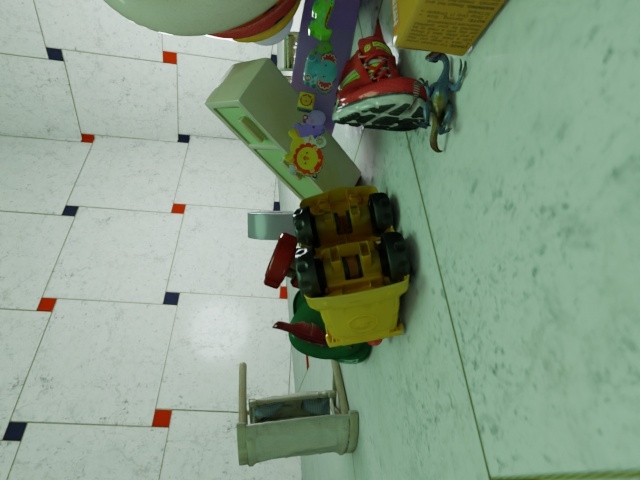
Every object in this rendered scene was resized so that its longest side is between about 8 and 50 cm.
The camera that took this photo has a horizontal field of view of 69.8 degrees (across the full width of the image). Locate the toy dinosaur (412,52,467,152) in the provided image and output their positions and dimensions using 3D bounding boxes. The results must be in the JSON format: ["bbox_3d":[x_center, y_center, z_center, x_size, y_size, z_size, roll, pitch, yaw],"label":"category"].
[{"bbox_3d":[0.120,-0.153,0.482,0.090,0.047,0.082,83,-160,-67],"label":"toy dinosaur"}]

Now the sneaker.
[{"bbox_3d":[0.066,-0.212,0.614,0.279,0.107,0.119,-119,34,-70],"label":"sneaker"}]

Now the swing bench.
[{"bbox_3d":[-0.063,0.407,1.069,0.255,0.253,0.165,-116,26,-71],"label":"swing bench"}]

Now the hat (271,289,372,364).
[{"bbox_3d":[-0.030,0.188,0.802,0.173,0.183,0.209,-16,107,42],"label":"hat"}]

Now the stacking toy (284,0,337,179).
[{"bbox_3d":[-0.004,-0.191,0.624,0.167,0.052,0.221,-127,47,-86],"label":"stacking toy"}]

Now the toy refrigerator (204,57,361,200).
[{"bbox_3d":[-0.054,-0.162,0.764,0.102,0.269,0.094,15,68,46],"label":"toy refrigerator"}]

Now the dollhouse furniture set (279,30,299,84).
[{"bbox_3d":[-0.053,-0.558,1.444,0.161,0.101,0.182,-56,-28,-61],"label":"dollhouse furniture set"}]

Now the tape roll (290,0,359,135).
[{"bbox_3d":[0.002,-0.332,0.847,0.275,0.090,0.275,-169,90,-85],"label":"tape roll"}]

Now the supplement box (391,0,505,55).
[{"bbox_3d":[0.120,-0.238,0.338,0.233,0.080,0.078,117,152,-76],"label":"supplement box"}]

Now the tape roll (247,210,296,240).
[{"bbox_3d":[-0.096,-0.045,1.294,0.219,0.219,0.072,-146,56,-79],"label":"tape roll"}]

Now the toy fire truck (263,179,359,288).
[{"bbox_3d":[0.000,0.000,0.987,0.302,0.169,0.254,131,160,-76],"label":"toy fire truck"}]

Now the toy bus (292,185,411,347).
[{"bbox_3d":[0.052,0.054,0.697,0.220,0.149,0.212,-98,-5,-47],"label":"toy bus"}]

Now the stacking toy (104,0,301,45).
[{"bbox_3d":[-0.127,-0.448,0.743,0.480,0.350,0.351,-34,-57,-80],"label":"stacking toy"}]
